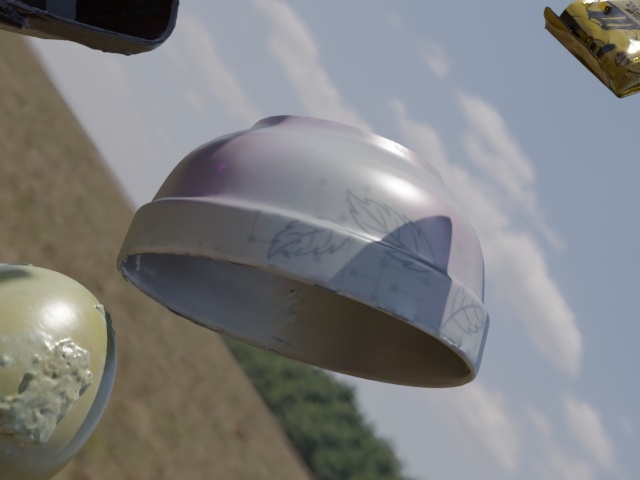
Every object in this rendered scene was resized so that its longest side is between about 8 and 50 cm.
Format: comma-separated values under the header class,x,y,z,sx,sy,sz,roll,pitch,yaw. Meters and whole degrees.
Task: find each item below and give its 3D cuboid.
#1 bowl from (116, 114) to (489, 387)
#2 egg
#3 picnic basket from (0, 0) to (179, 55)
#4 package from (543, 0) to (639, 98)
class,x,y,z,sx,sy,sz,roll,pitch,yaw
bowl,0.000,0.000,1.432,0.287,0.143,0.287,16,-15,4
egg,-0.231,0.102,1.286,0.164,0.201,0.164,35,-32,26
picnic basket,-0.255,-0.265,1.512,0.297,0.129,0.222,12,76,-53
package,0.210,-0.141,1.325,0.071,0.131,0.047,47,-47,21
